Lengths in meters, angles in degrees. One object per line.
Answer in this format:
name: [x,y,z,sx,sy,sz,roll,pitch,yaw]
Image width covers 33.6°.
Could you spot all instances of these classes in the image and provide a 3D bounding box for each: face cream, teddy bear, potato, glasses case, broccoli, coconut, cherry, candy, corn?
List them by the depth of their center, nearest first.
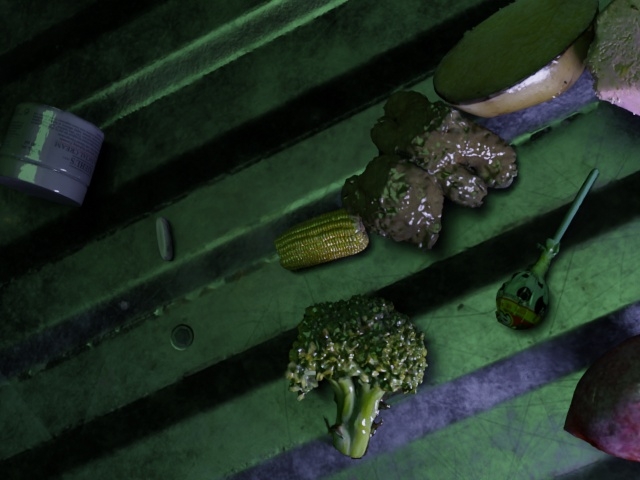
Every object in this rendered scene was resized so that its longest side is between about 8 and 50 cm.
cherry: [0.478,0.239,1.567,0.249,0.175,0.192,-21,83,16]
coconut: [0.543,-0.298,1.645,0.233,0.245,0.233,8,102,42]
candy: [0.375,0.008,1.713,0.083,0.091,0.305,27,80,25]
broccoli: [0.043,0.212,1.717,0.242,0.180,0.273,9,80,20]
potato: [0.334,-0.295,1.762,0.299,0.116,0.239,-37,38,-3]
teddy bear: [0.164,-0.113,1.772,0.267,0.156,0.256,32,90,22]
corn: [0.000,0.000,1.850,0.165,0.063,0.085,-21,95,15]
glasses case: [-0.289,-0.004,1.966,0.021,0.032,0.083,-14,71,12]
face cream: [-0.512,-0.163,2.005,0.177,0.177,0.153,14,81,22]
